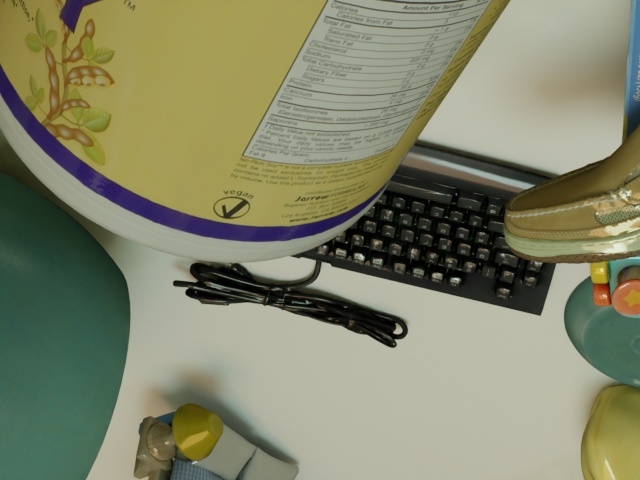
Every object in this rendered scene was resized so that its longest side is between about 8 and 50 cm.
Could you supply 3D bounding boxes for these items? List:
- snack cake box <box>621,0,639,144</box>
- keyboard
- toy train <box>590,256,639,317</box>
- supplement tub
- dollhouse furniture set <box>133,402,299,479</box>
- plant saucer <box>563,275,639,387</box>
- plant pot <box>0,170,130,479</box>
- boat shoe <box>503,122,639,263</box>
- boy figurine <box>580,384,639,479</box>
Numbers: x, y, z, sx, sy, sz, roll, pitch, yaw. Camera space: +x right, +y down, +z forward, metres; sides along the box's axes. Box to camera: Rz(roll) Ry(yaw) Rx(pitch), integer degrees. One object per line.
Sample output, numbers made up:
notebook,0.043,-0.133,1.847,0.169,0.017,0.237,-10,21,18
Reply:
snack cake box,0.239,-0.132,0.793,0.152,0.089,0.264,7,136,14
keyboard,0.000,0.000,1.054,0.317,0.033,0.201,14,137,6
toy train,0.241,0.011,0.953,0.125,0.046,0.166,32,126,-7
supplement tub,-0.015,-0.170,0.732,0.241,0.241,0.331,25,136,-7
dollhouse furniture set,-0.009,0.293,1.166,0.198,0.286,0.303,-21,136,34
plant saucer,0.224,0.065,1.048,0.119,0.021,0.119,10,136,10
plant pot,-0.270,0.073,1.050,0.235,0.293,0.293,17,140,-23
boat shoe,0.182,-0.041,0.804,0.190,0.068,0.072,-13,117,19
boy figurine,0.275,0.218,1.137,0.177,0.092,0.285,-28,119,38
